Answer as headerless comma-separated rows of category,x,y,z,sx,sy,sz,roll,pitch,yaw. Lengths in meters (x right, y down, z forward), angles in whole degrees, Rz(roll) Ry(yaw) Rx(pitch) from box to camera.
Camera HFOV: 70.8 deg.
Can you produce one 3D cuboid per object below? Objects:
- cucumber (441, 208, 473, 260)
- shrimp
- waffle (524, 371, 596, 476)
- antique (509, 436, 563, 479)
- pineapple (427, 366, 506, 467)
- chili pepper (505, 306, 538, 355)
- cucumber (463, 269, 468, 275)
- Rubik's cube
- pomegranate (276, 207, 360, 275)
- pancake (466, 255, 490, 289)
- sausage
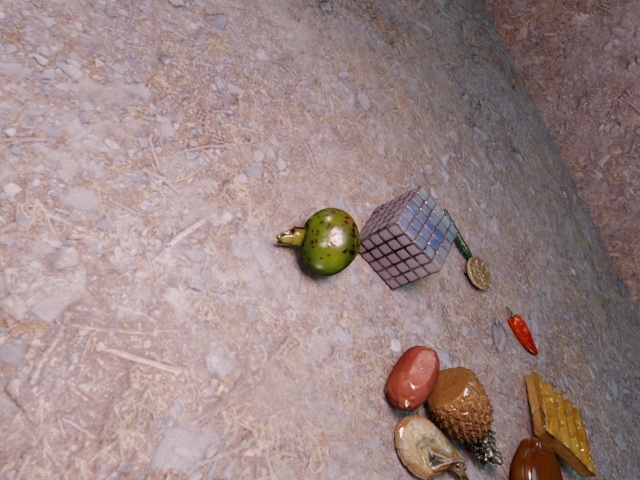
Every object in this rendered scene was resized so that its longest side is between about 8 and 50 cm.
cucumber,0.588,-0.019,1.957,0.044,0.043,0.256,-31,90,-39
shrimp,0.350,0.675,1.402,0.317,0.077,0.168,44,58,-8
waffle,0.963,0.736,1.817,0.348,0.077,0.304,42,36,-14
antique,0.770,0.856,1.606,0.224,0.129,0.278,24,55,-28
pineapple,0.499,0.593,1.483,0.362,0.202,0.202,54,46,-15
chili pepper,0.887,0.402,1.979,0.071,0.063,0.272,-34,94,-31
cucumber,0.663,0.151,1.939,0.133,0.032,0.032,22,56,-28
Rubik's cube,0.299,-0.006,1.581,0.237,0.238,0.237,46,49,-12
pomegranate,0.000,0.000,1.370,0.263,0.211,0.211,13,59,-11
pancake,0.675,0.139,1.915,0.152,0.025,0.151,19,57,-31
sausage,0.297,0.431,1.430,0.148,0.148,0.254,50,45,-8
